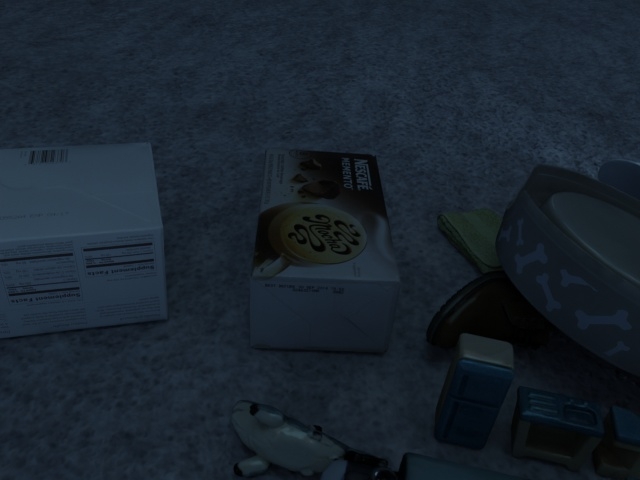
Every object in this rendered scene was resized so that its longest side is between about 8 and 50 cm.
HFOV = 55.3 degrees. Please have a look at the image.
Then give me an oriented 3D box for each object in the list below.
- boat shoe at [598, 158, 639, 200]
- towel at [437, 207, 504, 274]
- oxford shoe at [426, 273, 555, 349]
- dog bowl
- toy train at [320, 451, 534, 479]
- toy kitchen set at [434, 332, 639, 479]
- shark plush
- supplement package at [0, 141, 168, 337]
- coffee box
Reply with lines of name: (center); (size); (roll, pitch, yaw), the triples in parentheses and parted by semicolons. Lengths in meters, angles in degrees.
boat shoe: (0.599, -0.081, 1.054); (0.229, 0.080, 0.076); (29, 33, 27)
towel: (0.256, -0.003, 0.933); (0.110, 0.027, 0.148); (-8, 38, -21)
oxford shoe: (0.233, 0.093, 0.752); (0.227, 0.082, 0.096); (-14, 43, -26)
dog bowl: (0.379, 0.038, 0.762); (0.349, 0.102, 0.348); (20, 30, -12)
toy train: (0.143, 0.246, 0.434); (0.334, 0.190, 0.142); (12, 36, 7)
toy kitchen set: (0.216, 0.203, 0.562); (0.207, 0.122, 0.166); (11, 36, 6)
shark plush: (-0.012, 0.191, 0.606); (0.161, 0.073, 0.067); (4, 5, 4)
supplement package: (-0.330, -0.006, 0.746); (0.262, 0.145, 0.204); (-5, 38, -16)
coffee box: (0.000, 0.000, 0.811); (0.168, 0.118, 0.297); (3, 36, -3)
